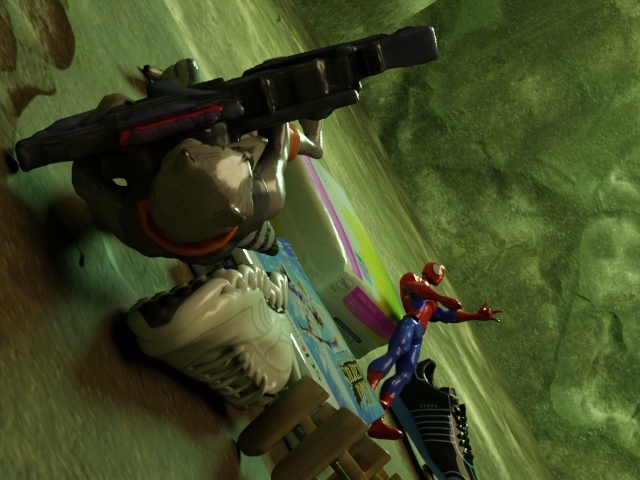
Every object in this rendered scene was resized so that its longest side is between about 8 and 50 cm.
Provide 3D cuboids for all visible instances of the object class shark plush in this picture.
[{"bbox_3d":[-0.155,-0.178,1.620,0.161,0.067,0.073,46,16,-56],"label":"shark plush"}]

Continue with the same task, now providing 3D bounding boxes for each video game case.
[{"bbox_3d":[-0.028,0.111,1.419,0.244,0.061,0.269,62,9,7],"label":"video game case"}]

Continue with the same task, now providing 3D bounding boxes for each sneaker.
[{"bbox_3d":[-0.077,0.088,1.123,0.292,0.110,0.118,13,58,-75],"label":"sneaker"},{"bbox_3d":[0.179,0.274,1.855,0.232,0.090,0.081,56,7,28],"label":"sneaker"}]

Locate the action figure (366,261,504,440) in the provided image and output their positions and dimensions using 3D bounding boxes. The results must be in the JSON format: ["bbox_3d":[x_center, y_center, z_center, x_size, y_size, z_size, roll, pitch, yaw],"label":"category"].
[{"bbox_3d":[0.149,0.129,1.695,0.280,0.139,0.091,-69,146,-42],"label":"action figure"}]

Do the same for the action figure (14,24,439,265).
[{"bbox_3d":[-0.053,-0.059,1.071,0.330,0.341,0.178,-51,126,-81],"label":"action figure"}]

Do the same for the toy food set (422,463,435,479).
[{"bbox_3d":[0.198,0.406,1.808,0.192,0.038,0.132,47,6,-8],"label":"toy food set"}]

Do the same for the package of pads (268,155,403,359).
[{"bbox_3d":[0.000,0.000,1.791,0.229,0.101,0.296,47,16,-53],"label":"package of pads"}]

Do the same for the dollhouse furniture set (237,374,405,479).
[{"bbox_3d":[0.028,0.276,1.107,0.212,0.161,0.242,55,-12,-28],"label":"dollhouse furniture set"}]
